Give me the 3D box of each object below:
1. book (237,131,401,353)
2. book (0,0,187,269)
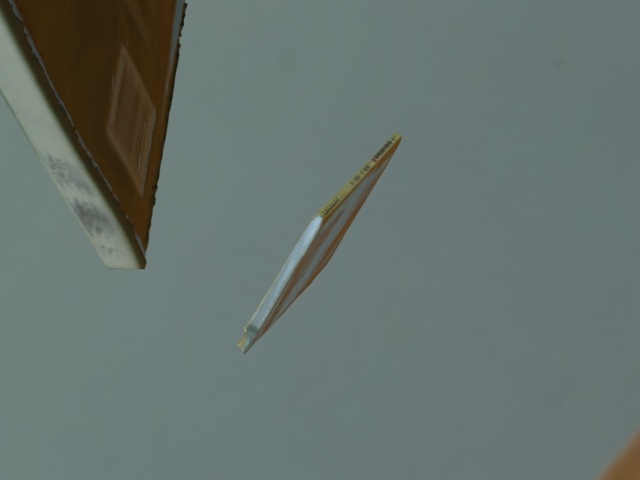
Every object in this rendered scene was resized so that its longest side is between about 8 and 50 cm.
[{"bbox_3d":[0.000,0.000,1.536,0.168,0.013,0.192,-59,-7,34],"label":"book"},{"bbox_3d":[-0.102,-0.207,0.803,0.260,0.043,0.371,71,-159,-59],"label":"book"}]
